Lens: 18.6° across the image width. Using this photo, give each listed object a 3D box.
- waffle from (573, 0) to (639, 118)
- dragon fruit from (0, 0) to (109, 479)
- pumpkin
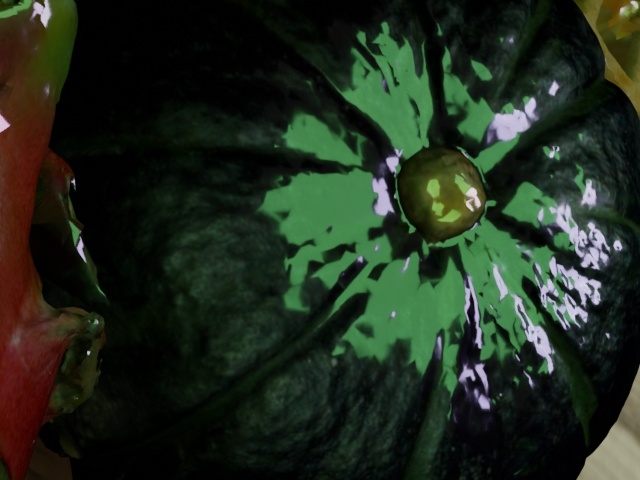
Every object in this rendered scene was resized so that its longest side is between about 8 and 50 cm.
[{"bbox_3d":[0.077,-0.088,0.810,0.329,0.062,0.329,14,72,-49],"label":"waffle"},{"bbox_3d":[-0.126,0.019,0.461,0.200,0.198,0.269,57,29,-10],"label":"dragon fruit"},{"bbox_3d":[0.000,0.000,0.602,0.221,0.162,0.220,6,77,-27],"label":"pumpkin"}]
